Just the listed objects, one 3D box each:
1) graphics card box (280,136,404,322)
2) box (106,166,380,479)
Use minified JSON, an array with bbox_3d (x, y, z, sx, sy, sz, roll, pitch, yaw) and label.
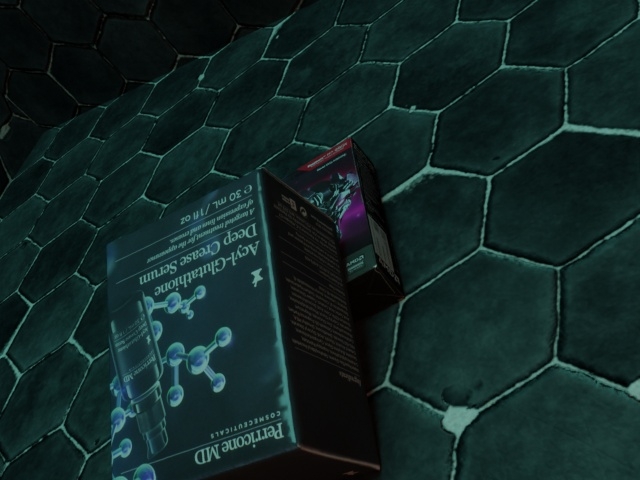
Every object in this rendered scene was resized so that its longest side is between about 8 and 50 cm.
[{"bbox_3d":[0.000,0.000,1.334,0.232,0.094,0.371,-29,38,18],"label":"graphics card box"},{"bbox_3d":[-0.121,0.152,1.082,0.293,0.212,0.395,-24,58,23],"label":"box"}]
